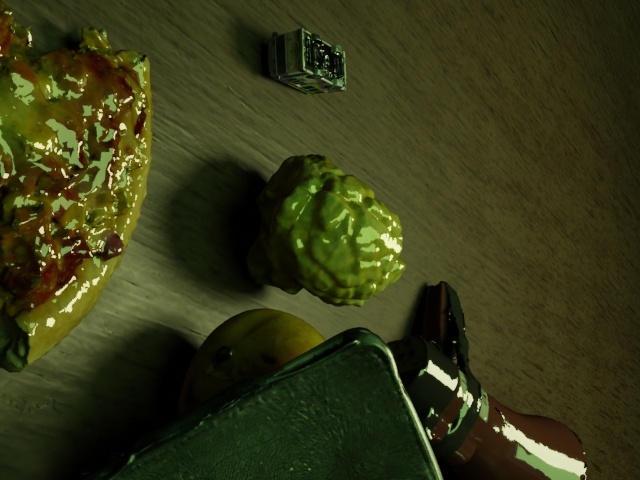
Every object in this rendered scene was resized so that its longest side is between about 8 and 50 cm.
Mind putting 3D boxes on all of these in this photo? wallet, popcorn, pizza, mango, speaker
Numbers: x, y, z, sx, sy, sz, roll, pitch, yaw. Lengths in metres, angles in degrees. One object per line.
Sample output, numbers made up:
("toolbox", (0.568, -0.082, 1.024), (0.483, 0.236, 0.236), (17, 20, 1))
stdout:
("wallet", (-0.063, 0.202, 0.687), (0.318, 0.045, 0.173), (-27, 108, -14))
("popcorn", (0.006, -0.010, 0.891), (0.173, 0.173, 0.142), (10, 99, -56))
("pizza", (-0.204, -0.066, 0.627), (0.229, 0.081, 0.290), (47, 50, -44))
("mango", (-0.044, 0.192, 0.794), (0.167, 0.130, 0.262), (-9, 101, -49))
("speaker", (0.209, 0.206, 1.155), (0.329, 0.198, 0.259), (51, 58, -29))

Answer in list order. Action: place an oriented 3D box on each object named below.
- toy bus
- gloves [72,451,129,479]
("toy bus", (-0.015, -0.195, 0.962), (0.102, 0.058, 0.052), (8, 78, -62))
("gloves", (-0.164, 0.202, 0.704), (0.086, 0.026, 0.064), (-15, 96, -52))
